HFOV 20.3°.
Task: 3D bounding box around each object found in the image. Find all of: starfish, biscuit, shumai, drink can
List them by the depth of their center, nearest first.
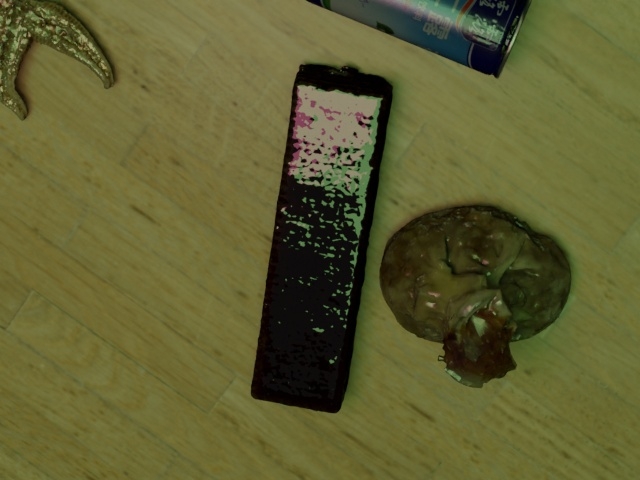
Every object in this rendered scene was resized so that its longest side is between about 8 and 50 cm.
[{"bbox_3d":[0.096,-0.256,1.877,0.235,0.097,0.097,23,108,1],"label":"drink can"},{"bbox_3d":[0.166,0.058,1.931,0.210,0.153,0.161,16,114,1],"label":"shumai"},{"bbox_3d":[-0.348,-0.231,1.975,0.138,0.050,0.247,-42,93,18],"label":"starfish"},{"bbox_3d":[0.000,0.000,1.975,0.107,0.073,0.388,10,106,4],"label":"biscuit"}]
